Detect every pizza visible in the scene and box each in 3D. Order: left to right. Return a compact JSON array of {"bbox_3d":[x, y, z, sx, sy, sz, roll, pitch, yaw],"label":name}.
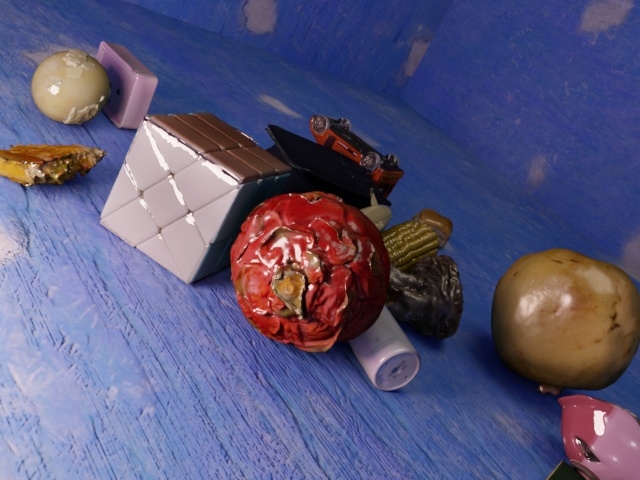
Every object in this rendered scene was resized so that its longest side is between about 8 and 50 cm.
[{"bbox_3d":[-0.506,-0.138,1.331,0.147,0.069,0.226,9,16,9],"label":"pizza"}]

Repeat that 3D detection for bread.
[{"bbox_3d":[0.332,-0.042,2.129,0.125,0.082,0.106,31,15,-2],"label":"bread"}]

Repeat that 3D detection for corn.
[{"bbox_3d":[0.181,0.031,1.709,0.130,0.130,0.347,36,28,19],"label":"corn"}]

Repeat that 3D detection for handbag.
[{"bbox_3d":[0.006,-0.165,1.948,0.329,0.122,0.303,15,24,-30],"label":"handbag"}]

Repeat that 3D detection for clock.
[{"bbox_3d":[-0.491,-0.379,1.773,0.063,0.150,0.197,-1,36,-47],"label":"clock"}]

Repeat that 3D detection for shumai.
[{"bbox_3d":[0.206,0.118,1.554,0.175,0.166,0.206,2,24,-6],"label":"shumai"}]

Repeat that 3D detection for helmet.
[{"bbox_3d":[0.536,0.397,1.298,0.253,0.154,0.198,22,-15,6],"label":"helmet"}]

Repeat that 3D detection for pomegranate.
[{"bbox_3d":[0.525,0.180,1.560,0.332,0.333,0.332,25,21,-10],"label":"pomegranate"}]

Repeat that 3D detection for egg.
[{"bbox_3d":[-0.554,-0.337,1.593,0.164,0.164,0.201,27,26,-4],"label":"egg"}]

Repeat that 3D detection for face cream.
[{"bbox_3d":[0.072,0.135,1.379,0.102,0.102,0.345,15,26,-32],"label":"face cream"}]

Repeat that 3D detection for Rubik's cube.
[{"bbox_3d":[-0.226,-0.088,1.338,0.221,0.231,0.224,34,20,11],"label":"Rubik's cube"}]

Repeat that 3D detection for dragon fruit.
[{"bbox_3d":[-0.019,0.050,1.236,0.277,0.277,0.342,27,12,-5],"label":"dragon fruit"}]

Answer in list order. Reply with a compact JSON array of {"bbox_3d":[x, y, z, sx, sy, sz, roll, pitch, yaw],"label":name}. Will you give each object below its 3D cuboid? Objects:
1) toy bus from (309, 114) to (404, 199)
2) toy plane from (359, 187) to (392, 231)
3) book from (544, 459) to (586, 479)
[{"bbox_3d":[0.091,-0.261,2.233,0.329,0.153,0.143,41,26,26],"label":"toy bus"},{"bbox_3d":[0.068,-0.029,1.614,0.256,0.104,0.242,-35,24,-32],"label":"toy plane"},{"bbox_3d":[0.488,0.517,1.116,0.371,0.043,0.260,41,22,25],"label":"book"}]
